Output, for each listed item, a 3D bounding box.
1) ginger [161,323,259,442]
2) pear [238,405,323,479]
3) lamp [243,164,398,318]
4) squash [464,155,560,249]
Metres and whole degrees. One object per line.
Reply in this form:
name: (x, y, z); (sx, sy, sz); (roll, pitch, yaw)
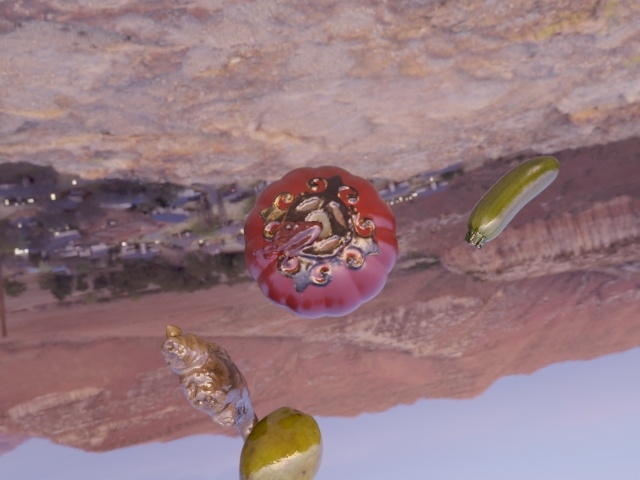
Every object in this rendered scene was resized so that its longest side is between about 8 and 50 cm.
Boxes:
ginger: (-0.157, 0.218, 0.981); (0.080, 0.166, 0.333); (-23, 156, 1)
pear: (-0.052, 0.289, 0.848); (0.107, 0.131, 0.107); (21, 155, 10)
lamp: (0.000, 0.000, 0.909); (0.226, 0.227, 0.227); (-14, 170, -2)
squash: (0.331, -0.076, 1.104); (0.258, 0.069, 0.069); (-39, 180, -24)
